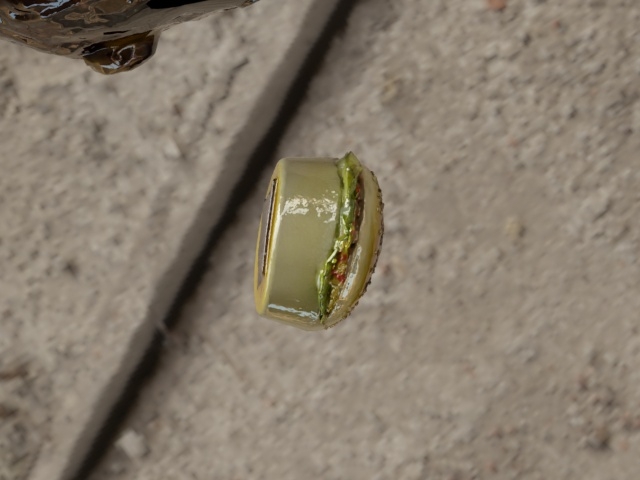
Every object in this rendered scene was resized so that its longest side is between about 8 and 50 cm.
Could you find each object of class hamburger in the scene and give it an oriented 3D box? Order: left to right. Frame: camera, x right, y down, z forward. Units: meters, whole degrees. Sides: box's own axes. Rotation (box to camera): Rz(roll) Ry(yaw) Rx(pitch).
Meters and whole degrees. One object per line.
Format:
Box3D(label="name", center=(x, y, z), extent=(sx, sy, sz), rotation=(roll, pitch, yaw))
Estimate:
Box3D(label="hamburger", center=(0.000, 0.000, 1.189), extent=(0.081, 0.127, 0.141), rotation=(8, 150, -7))

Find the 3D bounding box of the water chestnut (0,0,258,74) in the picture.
Box3D(label="water chestnut", center=(-0.162, -0.289, 1.124), extent=(0.335, 0.335, 0.347), rotation=(-12, 105, 40))
